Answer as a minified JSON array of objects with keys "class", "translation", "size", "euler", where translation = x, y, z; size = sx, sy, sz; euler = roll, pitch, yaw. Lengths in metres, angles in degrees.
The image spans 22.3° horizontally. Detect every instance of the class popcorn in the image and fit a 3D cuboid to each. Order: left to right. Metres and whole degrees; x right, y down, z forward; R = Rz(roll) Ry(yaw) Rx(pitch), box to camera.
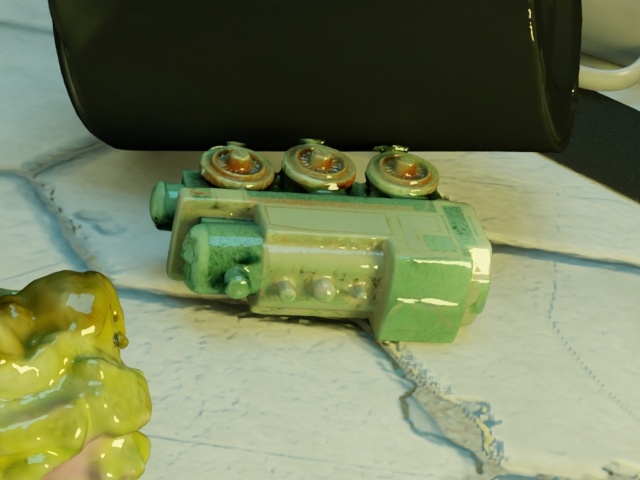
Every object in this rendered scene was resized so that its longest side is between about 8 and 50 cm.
[{"class":"popcorn","translation":[-0.146,0.076,0.712],"size":[0.145,0.126,0.126],"euler":[-12,2,4]}]

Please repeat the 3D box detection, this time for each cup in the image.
[{"class":"cup","translation":[0.239,-0.199,1.361],"size":[0.142,0.173,0.134],"euler":[18,-5,20]}]

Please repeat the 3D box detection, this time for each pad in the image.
[{"class":"pad","translation":[0.217,-0.077,1.227],"size":[0.143,0.003,0.211],"euler":[-19,38,-41]}]

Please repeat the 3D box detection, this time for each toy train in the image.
[{"class":"toy train","translation":[0.000,0.000,0.945],"size":[0.194,0.080,0.125],"euler":[2,33,-15]}]

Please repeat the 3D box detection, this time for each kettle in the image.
[{"class":"kettle","translation":[0.010,-0.163,1.062],"size":[0.308,0.203,0.262],"euler":[-2,24,17]}]
